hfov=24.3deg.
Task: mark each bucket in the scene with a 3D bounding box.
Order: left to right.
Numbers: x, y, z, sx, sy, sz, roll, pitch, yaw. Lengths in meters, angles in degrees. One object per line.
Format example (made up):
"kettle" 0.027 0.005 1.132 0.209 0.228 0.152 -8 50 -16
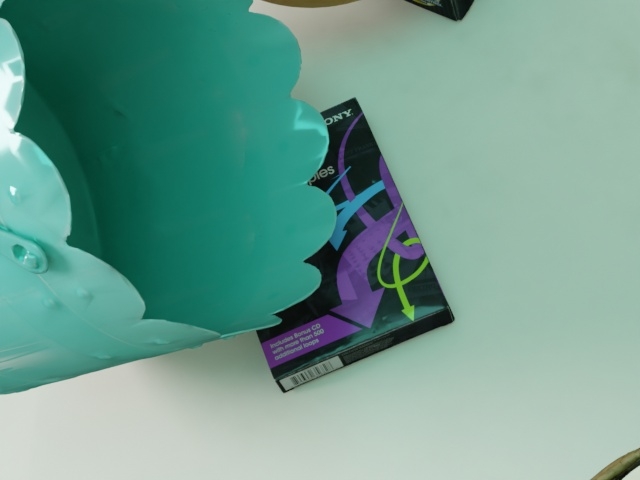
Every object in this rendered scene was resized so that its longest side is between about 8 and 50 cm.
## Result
"bucket" -0.140 -0.051 0.841 0.183 0.281 0.281 -20 62 29

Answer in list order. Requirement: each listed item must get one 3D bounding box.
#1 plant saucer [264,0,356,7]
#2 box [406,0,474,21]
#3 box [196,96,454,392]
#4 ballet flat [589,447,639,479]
"plant saucer" 0.002 -0.246 0.969 0.199 0.037 0.200 -5 67 12
"box" 0.065 -0.307 1.033 0.216 0.060 0.270 27 75 21
"box" 0.000 0.000 0.933 0.116 0.029 0.162 -24 63 2
"ballet flat" 0.236 0.112 0.779 0.342 0.124 0.116 -30 64 -2
